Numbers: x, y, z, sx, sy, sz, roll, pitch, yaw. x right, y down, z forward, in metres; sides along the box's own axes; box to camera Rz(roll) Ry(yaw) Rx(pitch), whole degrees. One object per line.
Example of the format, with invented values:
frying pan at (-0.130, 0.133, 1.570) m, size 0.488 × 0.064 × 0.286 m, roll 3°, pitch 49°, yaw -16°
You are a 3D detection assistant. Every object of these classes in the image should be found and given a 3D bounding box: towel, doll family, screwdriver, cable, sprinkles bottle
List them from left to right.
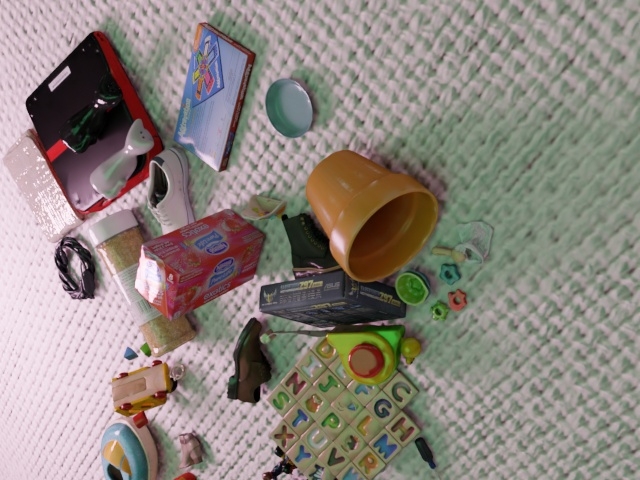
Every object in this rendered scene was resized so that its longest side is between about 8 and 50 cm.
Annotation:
towel at (-0.727, -0.142, 2.273) m, size 0.187 × 0.049 × 0.282 m, roll -27°, pitch 92°, yaw 44°
cable at (-0.663, 0.072, 2.323) m, size 0.150 × 0.047 × 0.184 m, roll 10°, pitch 118°, yaw 42°
sprinkles bottle at (-0.434, 0.104, 2.089) m, size 0.121 × 0.121 × 0.355 m, roll -27°, pitch 91°, yaw 43°
doll family at (-0.070, 0.489, 1.968) m, size 0.076 × 0.111 × 0.193 m, roll 26°, pitch 124°, yaw 28°
screwdriver at (0.241, 0.479, 1.770) m, size 0.170 × 0.024 × 0.025 m, roll 59°, pitch 162°, yaw 0°

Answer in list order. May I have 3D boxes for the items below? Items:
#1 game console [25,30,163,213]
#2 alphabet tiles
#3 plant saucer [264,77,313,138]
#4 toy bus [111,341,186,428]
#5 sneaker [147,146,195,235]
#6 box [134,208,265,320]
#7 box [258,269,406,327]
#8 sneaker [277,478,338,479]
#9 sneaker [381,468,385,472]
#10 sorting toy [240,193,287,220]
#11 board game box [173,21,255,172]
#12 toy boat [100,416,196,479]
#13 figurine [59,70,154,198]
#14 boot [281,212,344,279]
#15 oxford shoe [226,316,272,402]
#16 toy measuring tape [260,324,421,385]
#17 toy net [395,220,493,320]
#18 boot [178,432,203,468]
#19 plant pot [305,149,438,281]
game console at (-0.548, -0.267, 2.072) m, size 0.386 × 0.060 × 0.342 m, roll -26°, pitch 88°, yaw 43°
alphabet tiles at (0.042, 0.367, 1.823) m, size 0.285 × 0.011 × 0.342 m, roll 46°, pitch 114°, yaw 15°
plant saucer at (-0.057, -0.260, 1.685) m, size 0.119 × 0.021 × 0.119 m, roll 17°, pitch 120°, yaw 33°
toy bus at (-0.439, 0.383, 2.228) m, size 0.202 × 0.191 × 0.104 m, roll 25°, pitch 166°, yaw 30°
sneaker at (-0.351, -0.082, 1.957) m, size 0.094 × 0.091 × 0.258 m, roll 14°, pitch 117°, yaw 35°
box at (-0.253, 0.046, 1.821) m, size 0.122 × 0.257 × 0.128 m, roll 35°, pitch 128°, yaw 24°
box at (0.023, 0.118, 1.681) m, size 0.232 × 0.183 × 0.059 m, roll -14°, pitch 67°, yaw 42°
sneaker at (-0.002, 0.571, 1.971) m, size 0.271 × 0.100 × 0.108 m, roll -2°, pitch 97°, yaw 35°
sneaker at (0.126, 0.447, 1.838) m, size 0.069 × 0.038 × 0.098 m, roll -28°, pitch 91°, yaw 44°
sorting toy at (-0.124, -0.060, 1.792) m, size 0.083 × 0.075 × 0.045 m, roll 15°, pitch 118°, yaw 35°
board game box at (-0.226, -0.296, 1.804) m, size 0.145 × 0.027 × 0.281 m, roll 35°, pitch 128°, yaw 21°
toy boat at (-0.494, 0.630, 2.356) m, size 0.318 × 0.148 × 0.267 m, roll 21°, pitch 121°, yaw 32°
figurine at (-0.464, -0.233, 1.919) m, size 0.209 × 0.092 × 0.215 m, roll -43°, pitch 77°, yaw 37°
boot at (0.000, 0.000, 1.723) m, size 0.198 × 0.077 × 0.137 m, roll -12°, pitch 96°, yaw 41°
oxford shoe at (-0.150, 0.275, 1.975) m, size 0.096 × 0.083 × 0.227 m, roll 16°, pitch 121°, yaw 12°
toy measuring tape at (0.041, 0.231, 1.725) m, size 0.330 × 0.121 × 0.121 m, roll -4°, pitch 108°, yaw 20°
toy net at (0.238, 0.059, 1.567) m, size 0.122 × 0.045 × 0.232 m, roll 50°, pitch 132°, yaw 11°
boot at (-0.353, 0.554, 2.285) m, size 0.118 × 0.042 × 0.087 m, roll -29°, pitch 83°, yaw 42°
plant pot at (0.076, -0.061, 1.562) m, size 0.188 × 0.205 × 0.205 m, roll 47°, pitch 134°, yaw 35°
